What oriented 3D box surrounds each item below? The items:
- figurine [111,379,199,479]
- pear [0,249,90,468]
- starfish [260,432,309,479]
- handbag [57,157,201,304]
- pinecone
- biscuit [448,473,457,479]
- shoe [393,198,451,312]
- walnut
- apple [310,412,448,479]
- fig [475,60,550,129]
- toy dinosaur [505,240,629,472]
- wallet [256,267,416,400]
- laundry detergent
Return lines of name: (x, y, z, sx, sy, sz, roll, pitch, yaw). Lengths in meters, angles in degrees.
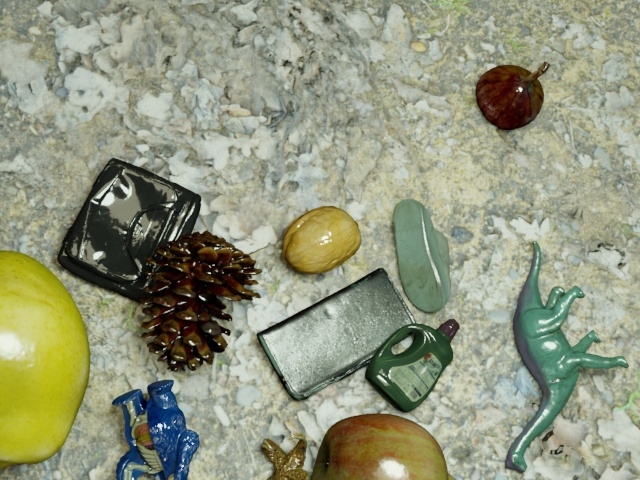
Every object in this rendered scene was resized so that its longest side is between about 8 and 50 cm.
figurine: (-0.316, 0.406, 1.624, 0.164, 0.121, 0.263, -3, 89, 2)
pear: (-0.612, 0.220, 1.531, 0.362, 0.362, 0.419, -13, 73, -8)
starfish: (-0.071, 0.472, 1.603, 0.074, 0.146, 0.190, 24, 65, -42)
handbag: (-0.406, -0.024, 1.769, 0.244, 0.088, 0.275, 24, 71, 0)
pinecone: (-0.247, 0.126, 1.654, 0.246, 0.246, 0.292, 15, 88, 1)
biscuit: (0.254, 0.607, 1.627, 0.196, 0.049, 0.302, -8, 72, -9)
shoe: (0.229, 0.030, 1.794, 0.100, 0.103, 0.251, -9, 84, -52)
walnut: (0.000, 0.000, 1.755, 0.180, 0.144, 0.144, -22, 75, -2)
apple: (0.108, 0.452, 1.555, 0.233, 0.257, 0.257, 22, 71, -13)
fig: (0.442, -0.325, 1.883, 0.148, 0.202, 0.149, -26, 111, 2)
toy dinosaur: (0.433, 0.243, 1.739, 0.330, 0.129, 0.384, -32, 76, -4)
wallet: (0.040, 0.197, 1.741, 0.317, 0.045, 0.173, -28, 81, -17)
laundry detergent: (0.203, 0.239, 1.719, 0.144, 0.078, 0.222, 44, 75, -7)
